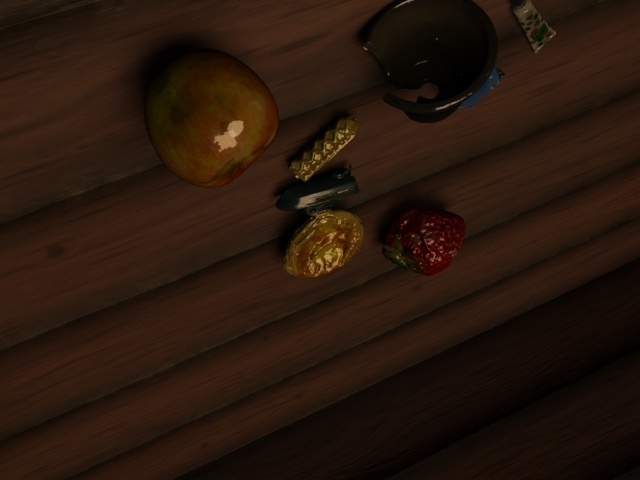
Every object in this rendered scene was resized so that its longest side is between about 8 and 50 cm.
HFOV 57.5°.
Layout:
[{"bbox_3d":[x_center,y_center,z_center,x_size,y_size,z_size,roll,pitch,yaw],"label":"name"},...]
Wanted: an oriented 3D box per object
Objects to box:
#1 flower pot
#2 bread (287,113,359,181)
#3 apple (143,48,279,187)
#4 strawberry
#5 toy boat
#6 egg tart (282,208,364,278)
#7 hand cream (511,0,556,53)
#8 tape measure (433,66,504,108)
[{"bbox_3d":[0.328,-0.501,1.710,0.379,0.379,0.251,-33,159,3],"label":"flower pot"},{"bbox_3d":[0.015,-0.302,1.883,0.269,0.087,0.098,-41,140,13],"label":"bread"},{"bbox_3d":[-0.281,-0.311,1.490,0.340,0.339,0.339,-18,140,-16],"label":"apple"},{"bbox_3d":[0.417,-0.024,2.312,0.310,0.292,0.292,-57,142,-10],"label":"strawberry"},{"bbox_3d":[-0.015,-0.159,1.995,0.296,0.114,0.122,-20,132,-14],"label":"toy boat"},{"bbox_3d":[0.000,0.001,2.163,0.341,0.132,0.341,-18,141,-16],"label":"egg tart"},{"bbox_3d":[0.698,-0.713,1.917,0.095,0.059,0.276,-45,144,20],"label":"hand cream"},{"bbox_3d":[0.451,-0.573,1.876,0.215,0.098,0.351,-40,138,10],"label":"tape measure"}]
